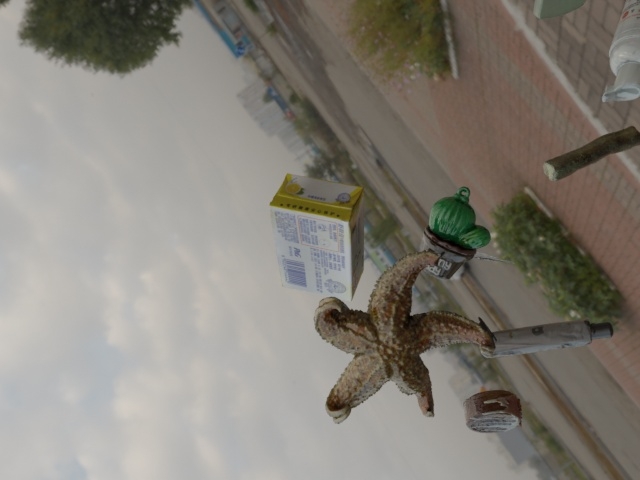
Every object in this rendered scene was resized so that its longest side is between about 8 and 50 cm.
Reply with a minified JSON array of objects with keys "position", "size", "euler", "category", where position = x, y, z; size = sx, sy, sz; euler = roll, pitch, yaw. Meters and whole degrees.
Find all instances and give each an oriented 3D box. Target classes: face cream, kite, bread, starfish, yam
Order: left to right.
[{"position":[0.137,0.181,1.040],"size":[0.113,0.304,0.311],"euler":[-80,-26,-71],"category":"starfish"},{"position":[0.471,0.048,1.947],"size":[0.152,0.015,0.285],"euler":[16,179,-14],"category":"kite"},{"position":[0.478,0.477,1.730],"size":[0.160,0.161,0.073],"euler":[50,-150,-41],"category":"bread"},{"position":[0.680,-0.220,1.554],"size":[0.061,0.253,0.061],"euler":[157,90,-87],"category":"yam"},{"position":[0.829,-0.499,1.615],"size":[0.146,0.369,0.145],"euler":[22,161,8],"category":"face cream"}]

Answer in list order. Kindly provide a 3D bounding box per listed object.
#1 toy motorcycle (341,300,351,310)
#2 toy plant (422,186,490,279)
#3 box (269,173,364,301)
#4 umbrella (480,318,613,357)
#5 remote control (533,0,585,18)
[{"position":[0.095,0.251,1.691],"size":[0.205,0.076,0.114],"euler":[53,-164,5],"category":"toy motorcycle"},{"position":[0.288,-0.014,1.335],"size":[0.143,0.200,0.105],"euler":[31,-160,24],"category":"toy plant"},{"position":[0.000,0.000,1.277],"size":[0.265,0.169,0.097],"euler":[83,-158,-49],"category":"box"},{"position":[0.594,0.258,1.657],"size":[0.067,0.338,0.073],"euler":[-16,-87,-70],"category":"umbrella"},{"position":[0.474,-0.554,1.162],"size":[0.285,0.124,0.038],"euler":[85,162,-47],"category":"remote control"}]
